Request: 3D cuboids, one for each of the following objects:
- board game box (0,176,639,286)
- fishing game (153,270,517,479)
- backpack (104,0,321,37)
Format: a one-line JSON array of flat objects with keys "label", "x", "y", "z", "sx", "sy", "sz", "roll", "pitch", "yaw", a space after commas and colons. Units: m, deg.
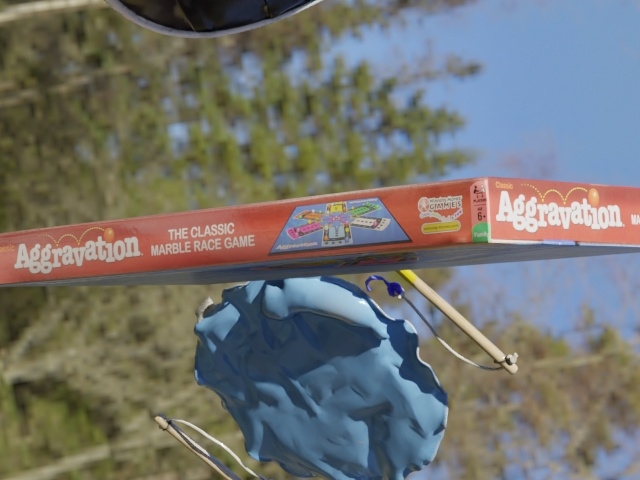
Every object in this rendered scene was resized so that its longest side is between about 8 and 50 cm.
[{"label": "board game box", "x": 0.000, "y": 0.000, "z": 0.771, "sx": 0.281, "sy": 0.145, "sz": 0.027, "roll": -5, "pitch": -93, "yaw": 41}, {"label": "fishing game", "x": -0.001, "y": 0.094, "z": 1.237, "sx": 0.264, "sy": 0.189, "sz": 0.041, "roll": -47, "pitch": -173, "yaw": 39}, {"label": "backpack", "x": -0.051, "y": -0.227, "z": 0.815, "sx": 0.253, "sy": 0.225, "sz": 0.191, "roll": 58, "pitch": 6, "yaw": -40}]
